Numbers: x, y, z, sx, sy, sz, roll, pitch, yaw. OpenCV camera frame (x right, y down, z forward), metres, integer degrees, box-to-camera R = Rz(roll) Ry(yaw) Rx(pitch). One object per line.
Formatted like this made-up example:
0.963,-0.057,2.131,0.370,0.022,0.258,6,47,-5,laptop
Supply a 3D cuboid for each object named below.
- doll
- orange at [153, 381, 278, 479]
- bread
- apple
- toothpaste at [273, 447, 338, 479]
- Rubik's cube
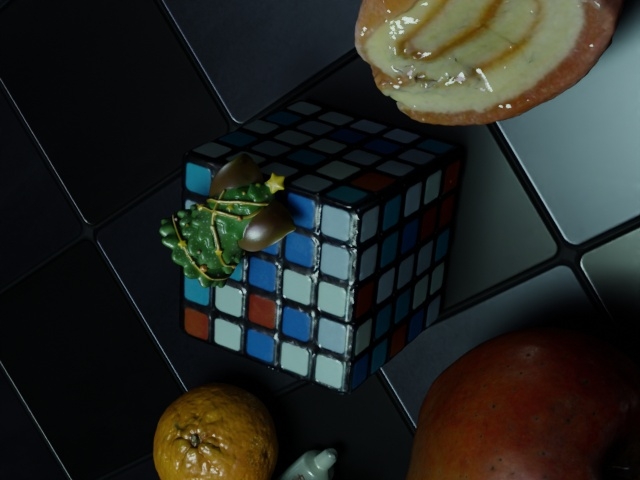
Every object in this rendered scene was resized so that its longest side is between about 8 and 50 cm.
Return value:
-0.079,-0.014,1.095,0.113,0.076,0.078,-45,72,37,doll
-0.110,0.211,1.412,0.135,0.136,0.117,11,151,29,orange
0.125,-0.194,1.070,0.190,0.123,0.244,29,142,-13,bread
0.183,0.192,1.157,0.234,0.234,0.234,13,116,29,apple
-0.045,0.282,1.459,0.060,0.038,0.233,50,131,10,toothpaste
0.000,0.000,1.214,0.184,0.187,0.182,19,120,29,Rubik's cube
